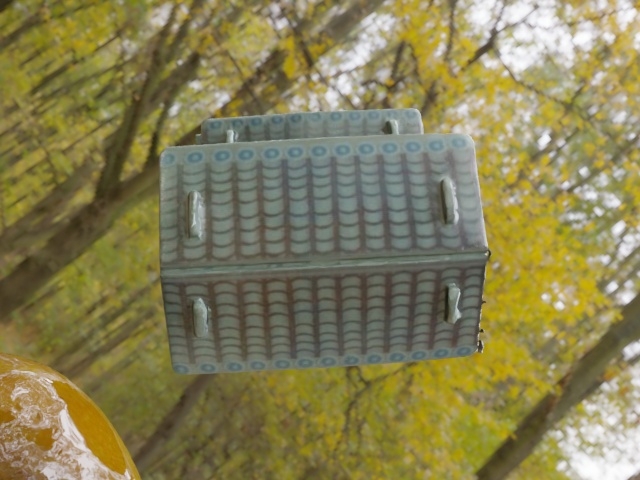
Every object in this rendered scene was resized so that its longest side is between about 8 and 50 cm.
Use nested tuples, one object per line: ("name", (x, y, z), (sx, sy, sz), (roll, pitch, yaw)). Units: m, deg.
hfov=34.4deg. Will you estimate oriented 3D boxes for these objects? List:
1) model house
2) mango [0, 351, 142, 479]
("model house", (0.000, 0.000, 0.796), (0.215, 0.224, 0.198), (-103, -169, -79))
("mango", (-0.175, 0.173, 0.613), (0.166, 0.136, 0.236), (-1, -60, 36))
